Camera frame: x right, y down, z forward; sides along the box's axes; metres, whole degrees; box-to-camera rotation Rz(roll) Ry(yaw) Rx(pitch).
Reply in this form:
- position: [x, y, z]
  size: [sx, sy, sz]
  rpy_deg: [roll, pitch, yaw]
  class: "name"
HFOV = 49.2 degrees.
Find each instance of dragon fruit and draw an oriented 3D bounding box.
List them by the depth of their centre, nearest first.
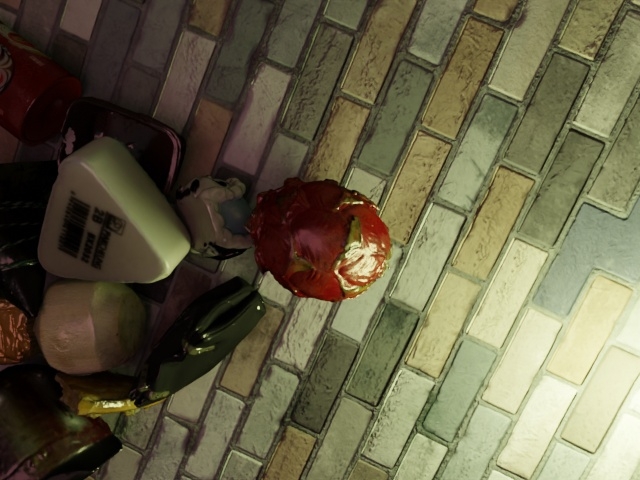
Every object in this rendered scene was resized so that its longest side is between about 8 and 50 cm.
- position: [0.000, 0.000, 1.532]
  size: [0.342, 0.277, 0.278]
  rpy_deg: [21, 103, 1]
  class: "dragon fruit"

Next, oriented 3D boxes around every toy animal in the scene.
- position: [-0.232, -0.057, 1.621]
  size: [0.208, 0.155, 0.204]
  rpy_deg: [-12, 96, 57]
  class: "toy animal"

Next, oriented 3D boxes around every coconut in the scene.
- position: [-0.567, 0.203, 1.692]
  size: [0.247, 0.245, 0.245]
  rpy_deg: [-1, 100, 11]
  class: "coconut"

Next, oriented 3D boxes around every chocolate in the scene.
- position: [-0.723, 0.473, 1.717]
  size: [0.383, 0.383, 0.332]
  rpy_deg: [-30, 90, 14]
  class: "chocolate"

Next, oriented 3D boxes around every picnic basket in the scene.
- position: [-0.455, -0.206, 1.658]
  size: [0.296, 0.129, 0.223]
  rpy_deg: [21, 105, 7]
  class: "picnic basket"

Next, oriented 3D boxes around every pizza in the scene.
- position: [-0.516, 0.374, 1.681]
  size: [0.222, 0.323, 0.090]
  rpy_deg: [9, 89, 25]
  class: "pizza"

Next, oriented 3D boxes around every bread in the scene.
- position: [-0.818, 0.227, 1.800]
  size: [0.249, 0.133, 0.179]
  rpy_deg: [-6, 98, 11]
  class: "bread"

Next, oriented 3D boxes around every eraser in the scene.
- position: [-0.480, -0.068, 1.552]
  size: [0.330, 0.150, 0.332]
  rpy_deg: [7, 117, 14]
  class: "eraser"

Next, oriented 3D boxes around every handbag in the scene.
- position: [-0.303, 0.248, 1.626]
  size: [0.152, 0.288, 0.342]
  rpy_deg: [44, 106, 1]
  class: "handbag"

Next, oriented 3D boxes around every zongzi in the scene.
- position: [-0.729, 0.007, 1.645]
  size: [0.362, 0.318, 0.384]
  rpy_deg: [29, 122, 47]
  class: "zongzi"

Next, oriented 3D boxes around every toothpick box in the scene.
- position: [-0.760, -0.399, 1.645]
  size: [0.333, 0.204, 0.204]
  rpy_deg: [37, 104, 3]
  class: "toothpick box"
